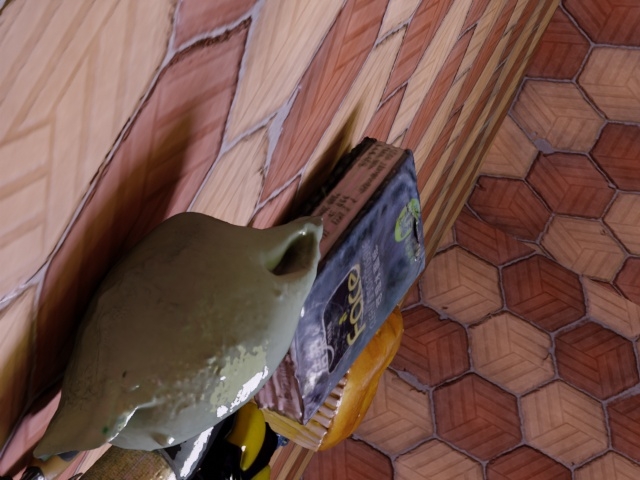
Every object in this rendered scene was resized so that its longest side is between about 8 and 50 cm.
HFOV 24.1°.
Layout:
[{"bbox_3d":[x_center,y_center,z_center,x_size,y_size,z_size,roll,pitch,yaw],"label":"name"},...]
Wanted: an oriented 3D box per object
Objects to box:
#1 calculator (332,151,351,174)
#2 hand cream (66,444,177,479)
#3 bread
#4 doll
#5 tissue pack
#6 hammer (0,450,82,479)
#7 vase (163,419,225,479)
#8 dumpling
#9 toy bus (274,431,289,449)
[{"bbox_3d":[0.000,0.000,1.525,0.210,0.039,0.121,-59,173,-20],"label":"calculator"},{"bbox_3d":[-0.153,0.188,0.838,0.203,0.084,0.084,-47,167,-29],"label":"hand cream"},{"bbox_3d":[0.012,0.147,1.831,0.179,0.133,0.250,-68,172,23],"label":"bread"},{"bbox_3d":[-0.106,0.241,1.532,0.127,0.088,0.249,-64,169,24],"label":"doll"},{"bbox_3d":[0.015,0.036,1.418,0.235,0.073,0.173,-50,149,-36],"label":"tissue pack"},{"bbox_3d":[-0.173,0.141,0.919,0.078,0.021,0.201,-64,173,24],"label":"hammer"},{"bbox_3d":[-0.081,0.094,1.228,0.211,0.060,0.060,-60,173,1],"label":"vase"},{"bbox_3d":[-0.092,0.044,0.867,0.219,0.153,0.108,-39,123,-31],"label":"dumpling"},{"bbox_3d":[-0.047,0.210,1.911,0.166,0.065,0.047,-47,164,-56],"label":"toy bus"}]
